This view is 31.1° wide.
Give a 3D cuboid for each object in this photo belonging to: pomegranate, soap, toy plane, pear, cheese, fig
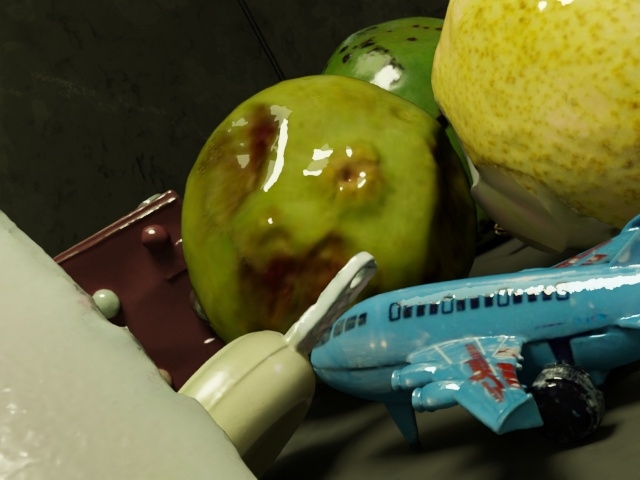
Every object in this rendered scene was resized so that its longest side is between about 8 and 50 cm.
[{"bbox_3d":[0.098,-0.092,1.170,0.270,0.254,0.254,-62,-2,17],"label":"pomegranate"},{"bbox_3d":[-0.132,0.106,0.536,0.159,0.302,0.258,-25,5,-36],"label":"soap"},{"bbox_3d":[0.111,0.056,0.660,0.271,0.105,0.254,-24,9,35],"label":"toy plane"},{"bbox_3d":[0.221,-0.117,0.846,0.271,0.271,0.271,-28,8,4],"label":"pear"},{"bbox_3d":[-0.039,0.097,0.767,0.227,0.064,0.137,-50,-13,-6],"label":"cheese"},{"bbox_3d":[0.000,0.000,0.935,0.239,0.239,0.271,-32,-8,-21],"label":"fig"}]

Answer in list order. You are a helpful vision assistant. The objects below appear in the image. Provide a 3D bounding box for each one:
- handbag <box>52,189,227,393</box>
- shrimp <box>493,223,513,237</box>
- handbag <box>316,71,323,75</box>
[{"bbox_3d":[-0.164,0.086,1.047,0.216,0.203,0.074,-29,16,-1],"label":"handbag"},{"bbox_3d":[0.236,-0.055,1.077,0.190,0.042,0.101,-34,35,-18],"label":"shrimp"},{"bbox_3d":[0.070,-0.152,1.656,0.241,0.222,0.263,-20,12,21],"label":"handbag"}]
